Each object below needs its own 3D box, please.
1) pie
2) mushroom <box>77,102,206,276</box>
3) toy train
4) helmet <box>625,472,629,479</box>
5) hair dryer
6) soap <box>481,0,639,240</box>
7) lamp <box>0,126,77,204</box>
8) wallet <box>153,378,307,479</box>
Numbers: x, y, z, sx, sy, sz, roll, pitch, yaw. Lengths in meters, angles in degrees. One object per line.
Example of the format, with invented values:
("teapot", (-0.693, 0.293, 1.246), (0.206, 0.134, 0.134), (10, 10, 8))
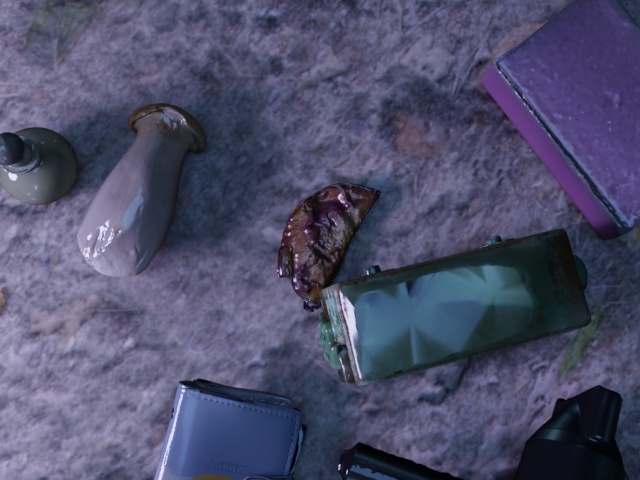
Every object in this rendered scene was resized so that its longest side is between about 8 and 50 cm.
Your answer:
("pie", (0.000, 0.000, 0.990), (0.092, 0.034, 0.170), (23, 84, -4))
("mushroom", (-0.210, -0.058, 0.962), (0.097, 0.088, 0.213), (10, 76, 31))
("toy train", (0.156, 0.070, 0.929), (0.326, 0.159, 0.129), (-13, 87, -6))
("helmet", (0.335, 0.297, 0.966), (0.065, 0.049, 0.084), (4, 84, -3))
("hair dryer", (0.179, 0.251, 0.916), (0.302, 0.116, 0.244), (19, 64, 7))
("soap", (0.342, -0.155, 0.997), (0.181, 0.081, 0.259), (-38, 86, -7))
("lamp", (-0.330, -0.090, 0.919), (0.091, 0.163, 0.091), (0, 86, -1))
("wallet", (-0.115, 0.282, 0.939), (0.170, 0.069, 0.231), (17, 87, -18))
